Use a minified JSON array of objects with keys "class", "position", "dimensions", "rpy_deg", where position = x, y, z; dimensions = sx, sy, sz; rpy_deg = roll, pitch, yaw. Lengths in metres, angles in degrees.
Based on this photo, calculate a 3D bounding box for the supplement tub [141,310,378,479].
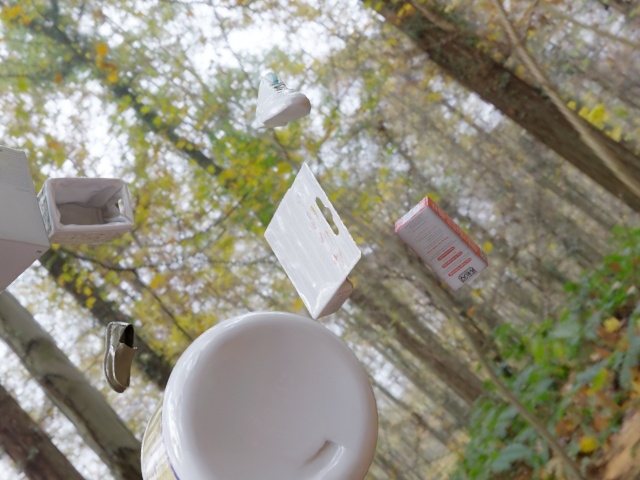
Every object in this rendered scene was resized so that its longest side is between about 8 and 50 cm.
[{"class":"supplement tub","position":[-0.090,0.246,1.048],"dimensions":[0.241,0.241,0.331],"rpy_deg":[-38,-9,-29]}]

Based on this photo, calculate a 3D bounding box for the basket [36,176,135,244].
[{"class":"basket","position":[-0.473,-0.055,1.714],"dimensions":[0.167,0.113,0.103],"rpy_deg":[-3,-20,-38]}]

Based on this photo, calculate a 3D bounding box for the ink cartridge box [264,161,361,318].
[{"class":"ink cartridge box","position":[0.000,0.000,1.378],"dimensions":[0.056,0.181,0.224],"rpy_deg":[-19,-22,-32]}]

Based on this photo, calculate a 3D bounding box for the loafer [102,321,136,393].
[{"class":"loafer","position":[-0.387,0.222,1.670],"dimensions":[0.050,0.148,0.056],"rpy_deg":[-22,-27,23]}]

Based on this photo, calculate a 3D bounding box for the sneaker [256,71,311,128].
[{"class":"sneaker","position":[-0.077,-0.251,1.508],"dimensions":[0.080,0.094,0.212],"rpy_deg":[-7,3,-19]}]

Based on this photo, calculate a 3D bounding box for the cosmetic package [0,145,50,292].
[{"class":"cosmetic package","position":[-0.642,-0.029,1.600],"dimensions":[0.224,0.224,0.138],"rpy_deg":[-37,-27,27]}]

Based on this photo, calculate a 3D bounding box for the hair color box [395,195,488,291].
[{"class":"hair color box","position":[0.190,0.005,1.352],"dimensions":[0.072,0.141,0.043],"rpy_deg":[-41,14,21]}]
